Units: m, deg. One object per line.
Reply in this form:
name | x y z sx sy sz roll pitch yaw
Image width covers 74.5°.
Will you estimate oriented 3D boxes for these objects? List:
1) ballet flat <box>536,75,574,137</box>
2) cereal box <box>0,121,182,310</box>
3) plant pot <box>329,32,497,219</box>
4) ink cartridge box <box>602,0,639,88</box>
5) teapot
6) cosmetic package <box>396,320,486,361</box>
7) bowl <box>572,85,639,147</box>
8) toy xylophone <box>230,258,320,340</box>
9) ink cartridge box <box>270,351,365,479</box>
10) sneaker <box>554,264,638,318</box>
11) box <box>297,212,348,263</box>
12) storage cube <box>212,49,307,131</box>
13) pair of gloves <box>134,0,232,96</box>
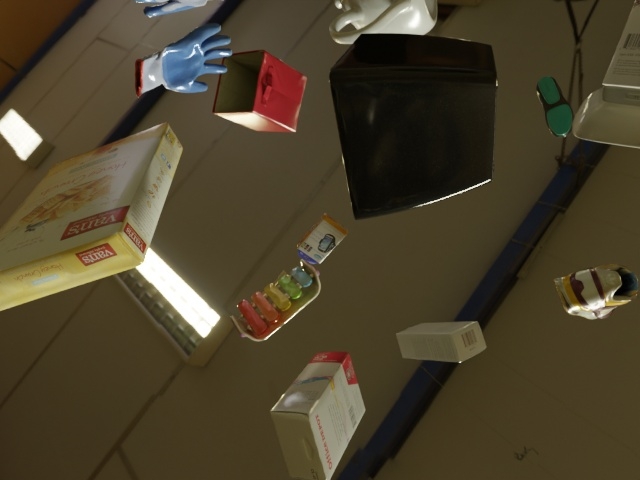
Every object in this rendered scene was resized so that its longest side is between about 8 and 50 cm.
ballet flat | 0.676 -0.377 1.210 0.074 0.074 0.202 -15 -111 20
cereal box | -0.257 -0.039 0.467 0.173 0.047 0.240 -18 -143 6
plant pot | 0.127 -0.150 0.525 0.167 0.187 0.187 1 -143 19
ink cartridge box | 0.746 -0.418 0.816 0.198 0.197 0.269 40 -56 53
teapot | 0.111 -0.498 0.820 0.187 0.256 0.252 -8 -82 26
cosmetic package | 0.342 0.291 1.220 0.231 0.118 0.085 -24 -99 59
bowl | 0.469 -0.192 0.636 0.142 0.053 0.142 18 -140 25
toy xylophone | -0.151 0.190 1.387 0.323 0.081 0.236 -44 -145 -17
ink cartridge box | 0.004 0.505 1.247 0.131 0.306 0.225 -8 -77 29
sneaker | 0.410 0.073 0.599 0.084 0.186 0.069 -27 -113 42
box | 0.000 0.000 1.133 0.136 0.081 0.028 -47 -158 18
storage cube | -0.187 -0.453 1.304 0.215 0.193 0.183 13 -88 39
pair of gloves | -0.163 -0.267 0.517 0.023 0.198 0.159 36 -135 13
